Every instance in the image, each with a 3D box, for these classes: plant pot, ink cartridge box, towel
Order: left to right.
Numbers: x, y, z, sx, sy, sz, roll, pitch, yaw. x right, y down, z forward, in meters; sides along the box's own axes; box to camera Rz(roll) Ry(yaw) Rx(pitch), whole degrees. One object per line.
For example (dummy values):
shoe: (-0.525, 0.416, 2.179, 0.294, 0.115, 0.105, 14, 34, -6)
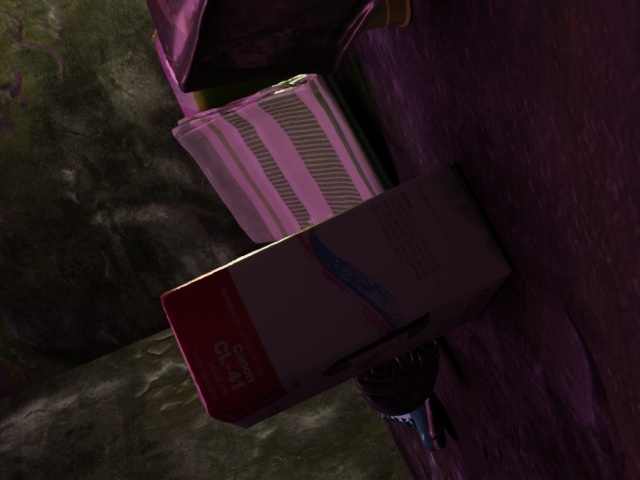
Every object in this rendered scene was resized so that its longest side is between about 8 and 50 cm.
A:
towel: (-0.054, -0.104, 0.995, 0.325, 0.038, 0.247, -9, 123, 44)
ink cartridge box: (0.018, 0.071, 0.715, 0.226, 0.306, 0.131, 81, 165, -71)
plant pot: (0.028, -0.219, 0.613, 0.083, 0.079, 0.083, 158, 90, -85)

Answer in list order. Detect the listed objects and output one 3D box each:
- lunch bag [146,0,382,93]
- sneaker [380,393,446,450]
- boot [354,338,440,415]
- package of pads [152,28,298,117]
lunch bag: (-0.032, -0.277, 0.429, 0.235, 0.169, 0.287, 65, 149, 15)
sneaker: (0.179, 0.349, 1.409, 0.275, 0.110, 0.107, -128, 16, -69)
boot: (0.085, 0.151, 1.254, 0.445, 0.146, 0.366, 94, 163, -71)
package of pads: (-0.117, -0.246, 1.116, 0.101, 0.229, 0.296, 34, 152, 47)
